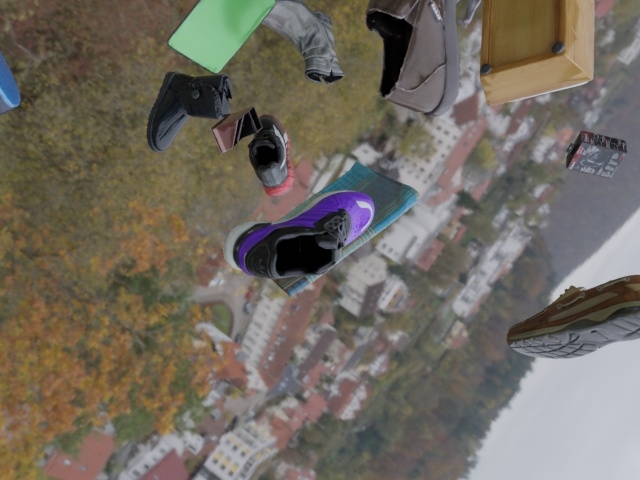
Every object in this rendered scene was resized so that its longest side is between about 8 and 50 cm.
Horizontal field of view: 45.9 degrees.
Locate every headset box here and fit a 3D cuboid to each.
[{"bbox_3d":[0.439,-0.138,1.214,0.062,0.083,0.032,102,2,-50],"label":"headset box"}]

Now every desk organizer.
[{"bbox_3d":[-0.141,-0.191,1.289,0.050,0.047,0.130,-18,-163,14],"label":"desk organizer"}]

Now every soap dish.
[{"bbox_3d":[0.436,-0.440,1.538,0.118,0.229,0.290,21,69,-45],"label":"soap dish"}]

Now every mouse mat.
[{"bbox_3d":[-0.179,-0.403,1.390,0.189,0.007,0.153,-46,149,14],"label":"mouse mat"}]

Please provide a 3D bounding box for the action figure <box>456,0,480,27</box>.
[{"bbox_3d":[0.320,-0.680,1.686,0.330,0.341,0.178,-51,149,9],"label":"action figure"}]

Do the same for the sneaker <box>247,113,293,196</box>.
[{"bbox_3d":[-0.140,-0.255,2.047,0.098,0.276,0.135,-17,144,10],"label":"sneaker"}]

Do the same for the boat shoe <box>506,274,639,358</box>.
[{"bbox_3d":[0.537,0.156,1.547,0.324,0.122,0.120,-23,-135,40],"label":"boat shoe"}]

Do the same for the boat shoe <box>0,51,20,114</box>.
[{"bbox_3d":[-0.480,-0.265,0.942,0.089,0.258,0.109,-31,-164,2],"label":"boat shoe"}]

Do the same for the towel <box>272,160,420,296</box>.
[{"bbox_3d":[0.017,-0.040,1.725,0.370,0.271,0.040,-36,123,-12],"label":"towel"}]

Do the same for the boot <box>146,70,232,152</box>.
[{"bbox_3d":[-0.361,-0.355,2.101,0.094,0.207,0.246,33,71,-62],"label":"boot"}]

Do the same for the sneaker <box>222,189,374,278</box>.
[{"bbox_3d":[0.000,0.001,1.244,0.293,0.146,0.102,-22,116,-33],"label":"sneaker"}]

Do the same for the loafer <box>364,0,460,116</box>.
[{"bbox_3d":[0.140,-0.382,1.198,0.130,0.366,0.134,-5,178,-24],"label":"loafer"}]

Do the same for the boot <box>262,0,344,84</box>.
[{"bbox_3d":[-0.038,-0.436,1.663,0.083,0.161,0.246,-24,164,38],"label":"boot"}]
